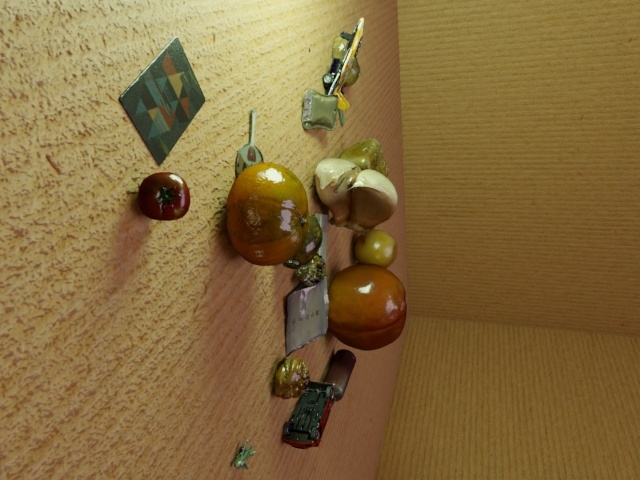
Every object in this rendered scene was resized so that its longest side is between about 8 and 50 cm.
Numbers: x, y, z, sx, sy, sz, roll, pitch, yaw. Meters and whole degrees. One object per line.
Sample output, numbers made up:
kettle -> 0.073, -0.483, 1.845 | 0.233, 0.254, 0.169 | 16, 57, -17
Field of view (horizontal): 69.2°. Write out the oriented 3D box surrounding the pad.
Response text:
pad -> -0.274, -0.254, 0.838 | 0.142, 0.003, 0.211 | 72, 27, -47

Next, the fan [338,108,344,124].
fan -> 0.073, -0.540, 1.826 | 0.193, 0.016, 0.038 | 73, 24, -47

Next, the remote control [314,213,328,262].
remote control -> 0.000, 0.000, 1.655 | 0.087, 0.029, 0.189 | -6, 98, -71

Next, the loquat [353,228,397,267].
loquat -> 0.255, 0.049, 2.167 | 0.208, 0.208, 0.207 | 3, 90, -72

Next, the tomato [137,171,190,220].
tomato -> -0.263, -0.074, 0.783 | 0.075, 0.087, 0.087 | -176, -91, -73

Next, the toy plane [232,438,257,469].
toy plane -> -0.191, 0.538, 1.154 | 0.083, 0.033, 0.080 | -16, 108, -63

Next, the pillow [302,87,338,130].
pillow -> 0.002, -0.430, 1.550 | 0.218, 0.033, 0.130 | -15, 115, -58

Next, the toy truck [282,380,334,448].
toy truck -> -0.031, 0.582, 1.521 | 0.252, 0.108, 0.114 | -59, 146, -56

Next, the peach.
peach -> 0.190, 0.259, 1.835 | 0.343, 0.302, 0.342 | 4, 90, -71

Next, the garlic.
garlic -> 0.111, -0.166, 1.640 | 0.249, 0.286, 0.313 | -40, 144, -18

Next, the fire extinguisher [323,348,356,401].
fire extinguisher -> 0.066, 0.543, 1.822 | 0.269, 0.105, 0.104 | -54, 142, -58

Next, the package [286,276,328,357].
package -> -0.048, 0.242, 1.518 | 0.251, 0.062, 0.203 | -20, 112, -56

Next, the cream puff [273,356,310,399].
cream puff -> -0.081, 0.405, 1.365 | 0.133, 0.104, 0.119 | 45, 44, -67

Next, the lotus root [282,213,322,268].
lotus root -> -0.055, -0.005, 1.348 | 0.120, 0.120, 0.209 | 74, 28, -44

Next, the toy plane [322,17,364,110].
toy plane -> 0.078, -0.625, 1.645 | 0.204, 0.103, 0.316 | -46, 151, -65

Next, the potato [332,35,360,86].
potato -> 0.107, -0.696, 1.808 | 0.200, 0.081, 0.164 | 64, 34, -51

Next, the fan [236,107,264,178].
fan -> -0.171, -0.212, 1.144 | 0.152, 0.008, 0.226 | -6, 99, -70

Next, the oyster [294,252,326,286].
oyster -> -0.027, 0.090, 1.501 | 0.105, 0.056, 0.177 | 60, 32, -2

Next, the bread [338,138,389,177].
bread -> 0.164, -0.286, 1.885 | 0.195, 0.176, 0.246 | 68, 32, -28

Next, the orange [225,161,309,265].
orange -> -0.114, -0.059, 1.072 | 0.240, 0.171, 0.240 | 5, 90, -69
